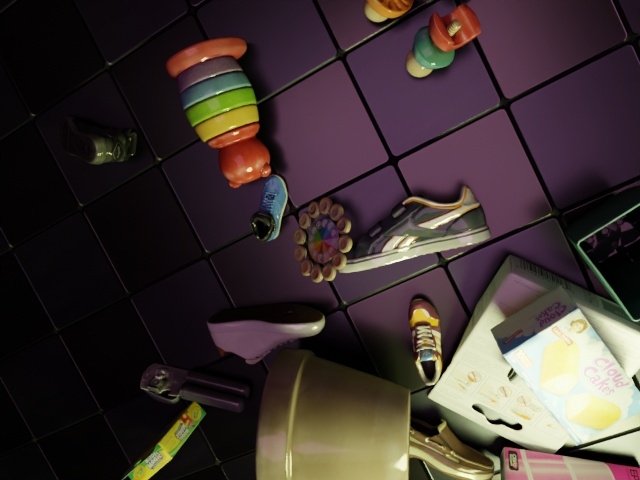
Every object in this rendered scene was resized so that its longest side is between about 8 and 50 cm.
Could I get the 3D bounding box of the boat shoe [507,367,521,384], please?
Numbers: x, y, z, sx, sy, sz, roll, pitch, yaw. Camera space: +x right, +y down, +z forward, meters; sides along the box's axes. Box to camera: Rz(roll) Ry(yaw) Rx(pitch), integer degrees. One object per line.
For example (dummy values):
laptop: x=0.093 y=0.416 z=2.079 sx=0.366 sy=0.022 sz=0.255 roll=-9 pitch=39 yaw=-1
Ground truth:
boat shoe: x=0.406 y=0.223 z=1.007 sx=0.040 sy=0.049 sz=0.142 roll=28 pitch=114 yaw=11

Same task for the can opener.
can opener: x=-0.316 y=0.379 z=1.275 sx=0.284 sy=0.076 sz=0.095 roll=11 pitch=134 yaw=10

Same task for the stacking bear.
stacking bear: x=-0.199 y=-0.261 z=1.080 sx=0.175 sy=0.164 sz=0.289 roll=-19 pitch=100 yaw=15

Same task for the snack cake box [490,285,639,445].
snack cake box: x=0.457 y=0.233 z=0.931 sx=0.152 sy=0.089 sz=0.264 roll=-37 pitch=106 yaw=16

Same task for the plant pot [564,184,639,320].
plant pot: x=0.555 y=0.001 z=0.916 sx=0.166 sy=0.234 sz=0.165 roll=-37 pitch=91 yaw=17

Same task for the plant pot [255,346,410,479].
plant pot: x=0.045 y=0.394 z=1.059 sx=0.281 sy=0.323 sz=0.323 roll=0 pitch=100 yaw=11

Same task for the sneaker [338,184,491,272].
sneaker: x=0.177 y=-0.023 z=1.053 sx=0.321 sy=0.126 sz=0.127 roll=-16 pitch=90 yaw=16

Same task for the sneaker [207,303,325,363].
sneaker: x=-0.118 y=0.222 z=1.182 sx=0.290 sy=0.106 sz=0.123 roll=-6 pitch=107 yaw=22

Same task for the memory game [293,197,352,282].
memory game: x=0.000 y=0.000 z=1.097 sx=0.186 sy=0.012 sz=0.186 roll=-8 pitch=80 yaw=47

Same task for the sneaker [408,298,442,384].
sneaker: x=0.233 y=0.221 z=1.105 sx=0.070 sy=0.084 sz=0.185 roll=-12 pitch=98 yaw=14

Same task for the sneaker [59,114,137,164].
sneaker: x=-0.523 y=-0.236 z=1.194 sx=0.228 sy=0.130 sz=0.087 roll=25 pitch=112 yaw=35

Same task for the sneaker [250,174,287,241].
sneaker: x=-0.116 y=-0.070 z=1.127 sx=0.058 sy=0.084 sz=0.152 roll=13 pitch=103 yaw=10

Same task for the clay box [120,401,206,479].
clay box: x=-0.374 y=0.492 z=1.216 sx=0.127 sy=0.222 sz=0.053 roll=-43 pitch=92 yaw=16

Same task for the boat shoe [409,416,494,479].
boat shoe: x=0.269 y=0.455 z=1.138 sx=0.258 sy=0.095 sz=0.095 roll=16 pitch=97 yaw=9

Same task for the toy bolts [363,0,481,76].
toy bolts: x=0.209 y=-0.442 z=0.990 sx=0.218 sy=0.158 sz=0.228 roll=-20 pitch=84 yaw=-25

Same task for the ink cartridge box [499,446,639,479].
ink cartridge box: x=0.570 y=0.551 z=1.045 sx=0.371 sy=0.175 sz=0.069 roll=6 pitch=132 yaw=10

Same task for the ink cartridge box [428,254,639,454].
ink cartridge box: x=0.453 y=0.259 z=1.084 sx=0.308 sy=0.091 sz=0.385 roll=26 pitch=121 yaw=6
